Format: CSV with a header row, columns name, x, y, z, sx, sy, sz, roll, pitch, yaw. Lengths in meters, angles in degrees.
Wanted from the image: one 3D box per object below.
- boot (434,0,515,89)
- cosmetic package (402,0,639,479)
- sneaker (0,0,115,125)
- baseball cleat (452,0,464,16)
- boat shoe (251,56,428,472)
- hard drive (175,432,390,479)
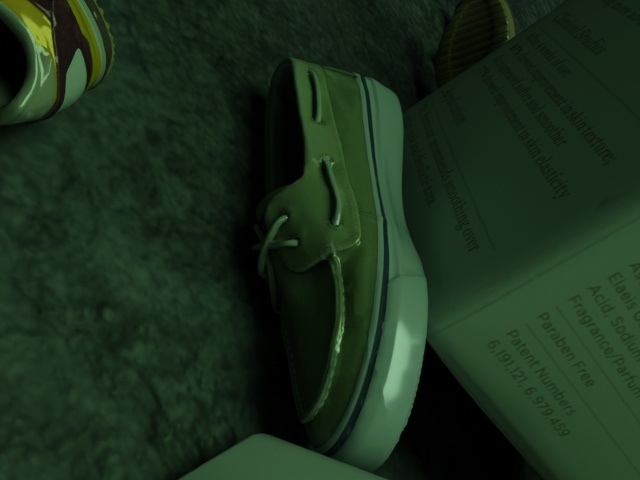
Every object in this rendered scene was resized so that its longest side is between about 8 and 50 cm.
name,x,y,z,sx,sy,sz,roll,pitch,yaw
boot,0.214,-0.140,0.872,0.207,0.090,0.248,24,66,-54
cosmetic package,0.301,-0.017,0.573,0.327,0.394,0.329,49,19,-24
sneaker,-0.172,-0.140,0.336,0.185,0.069,0.084,54,28,-16
baseball cleat,0.194,-0.250,0.945,0.109,0.072,0.206,27,47,-45
boat shoe,0.000,0.000,0.488,0.094,0.109,0.302,17,48,-20
hard drive,0.059,0.169,0.227,0.233,0.353,0.047,-14,113,-58
